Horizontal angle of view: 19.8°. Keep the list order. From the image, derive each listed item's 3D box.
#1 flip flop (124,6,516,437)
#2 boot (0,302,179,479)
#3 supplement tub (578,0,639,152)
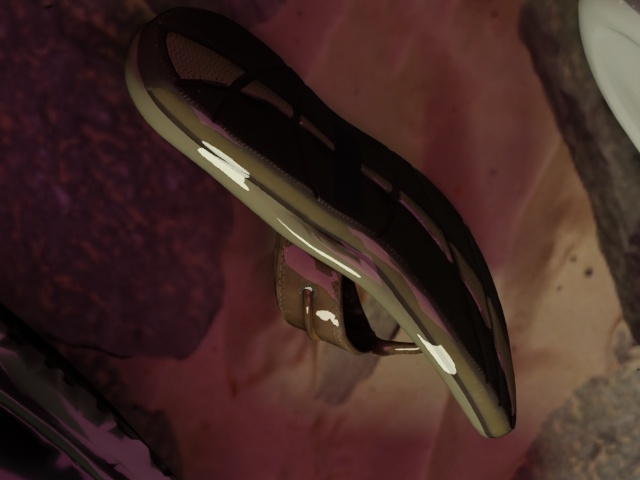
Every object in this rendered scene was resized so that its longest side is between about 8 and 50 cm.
[{"bbox_3d":[0.000,0.000,0.895,0.080,0.112,0.277,-37,118,26],"label":"flip flop"},{"bbox_3d":[-0.228,0.134,0.846,0.348,0.131,0.260,41,86,-12],"label":"boot"},{"bbox_3d":[0.298,-0.135,0.880,0.316,0.193,0.193,-36,113,-3],"label":"supplement tub"}]
